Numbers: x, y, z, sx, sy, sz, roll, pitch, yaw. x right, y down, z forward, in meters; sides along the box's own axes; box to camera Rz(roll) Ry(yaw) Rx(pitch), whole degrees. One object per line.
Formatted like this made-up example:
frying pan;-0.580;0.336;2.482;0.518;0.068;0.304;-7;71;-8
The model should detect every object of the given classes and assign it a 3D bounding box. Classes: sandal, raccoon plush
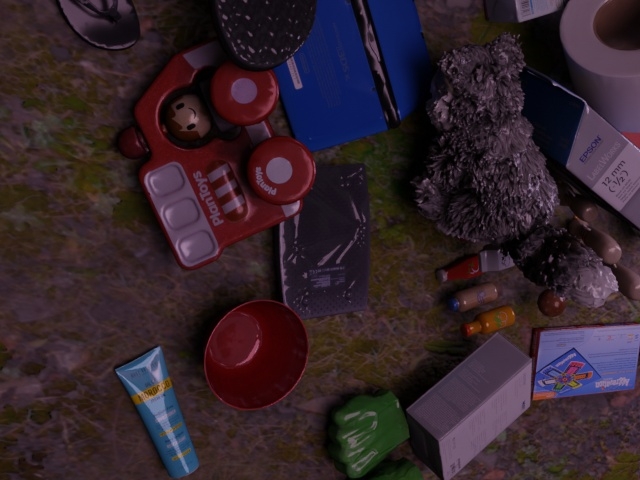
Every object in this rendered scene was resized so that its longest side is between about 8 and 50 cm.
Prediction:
sandal;-0.102;-0.436;1.382;0.168;0.107;0.445;7;70;-32
raccoon plush;0.341;-0.138;1.545;0.216;0.446;0.299;-35;146;-39
sandal;-0.339;-0.377;1.337;0.097;0.054;0.254;-37;115;-17

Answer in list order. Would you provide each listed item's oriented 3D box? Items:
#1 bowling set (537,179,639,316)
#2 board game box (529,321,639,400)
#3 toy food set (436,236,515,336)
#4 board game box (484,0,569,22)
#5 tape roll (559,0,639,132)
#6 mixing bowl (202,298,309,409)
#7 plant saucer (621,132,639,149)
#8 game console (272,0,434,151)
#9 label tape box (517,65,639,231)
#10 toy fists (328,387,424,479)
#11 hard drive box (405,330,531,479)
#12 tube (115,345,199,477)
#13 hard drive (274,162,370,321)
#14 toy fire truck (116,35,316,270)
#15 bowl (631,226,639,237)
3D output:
bowling set;0.472;0.039;1.833;0.200;0.154;0.287;-35;117;2
board game box;0.544;0.245;1.957;0.281;0.027;0.145;0;98;-29
toy food set;0.275;0.051;1.723;0.105;0.111;0.232;-16;110;-25
board game box;0.426;-0.533;1.700;0.303;0.097;0.224;-20;110;-23
tape roll;0.550;-0.332;1.653;0.246;0.246;0.169;-51;145;-10
mixing bowl;-0.120;0.172;1.540;0.181;0.098;0.181;-6;104;-28
plant saucer;0.648;-0.259;1.835;0.259;0.047;0.258;-23;123;9
game console;0.045;-0.328;1.573;0.250;0.173;0.293;-16;109;7
label tape box;0.442;-0.173;1.681;0.348;0.249;0.115;32;100;-25
toy fists;0.092;0.406;1.708;0.142;0.096;0.279;-28;111;-32
hard drive box;0.276;0.307;1.746;0.232;0.089;0.181;-36;144;-18
tube;-0.254;0.278;1.522;0.080;0.052;0.207;-28;106;-31
hard drive;0.000;0.000;1.597;0.172;0.054;0.254;-7;102;-28
toy fire truck;-0.159;-0.134;1.422;0.254;0.169;0.302;-25;98;-2
bowl;0.677;-0.068;1.937;0.170;0.080;0.170;-6;103;-28
